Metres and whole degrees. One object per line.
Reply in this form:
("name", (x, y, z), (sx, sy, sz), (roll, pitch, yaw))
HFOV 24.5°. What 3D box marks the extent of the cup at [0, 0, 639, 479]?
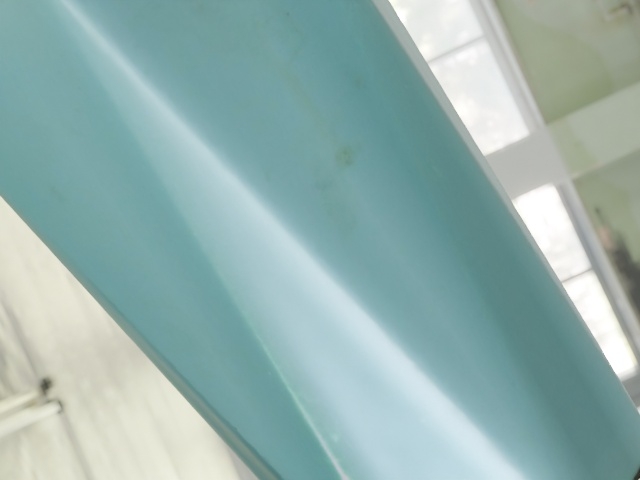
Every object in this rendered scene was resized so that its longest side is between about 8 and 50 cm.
("cup", (0.000, 0.000, 0.471), (0.235, 0.148, 0.134), (53, 166, -11))
